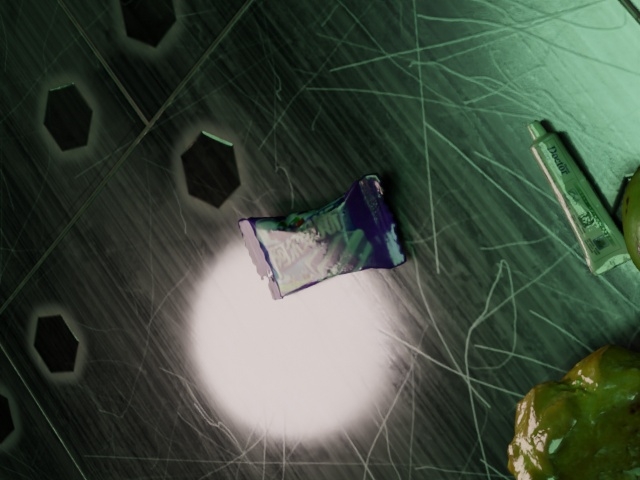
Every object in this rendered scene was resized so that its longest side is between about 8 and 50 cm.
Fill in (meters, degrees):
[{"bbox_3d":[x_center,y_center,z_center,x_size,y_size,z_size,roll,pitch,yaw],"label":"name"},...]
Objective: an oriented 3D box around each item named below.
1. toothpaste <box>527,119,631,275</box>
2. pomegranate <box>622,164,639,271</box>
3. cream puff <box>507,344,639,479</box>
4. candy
[{"bbox_3d":[0.329,-0.060,1.252,0.064,0.041,0.218,-31,86,28],"label":"toothpaste"},{"bbox_3d":[0.489,-0.015,1.067,0.302,0.236,0.236,24,115,-1],"label":"pomegranate"},{"bbox_3d":[0.364,0.256,1.228,0.282,0.185,0.282,-3,110,-7],"label":"cream puff"},{"bbox_3d":[0.000,0.000,1.460,0.275,0.070,0.145,-17,99,32],"label":"candy"}]
